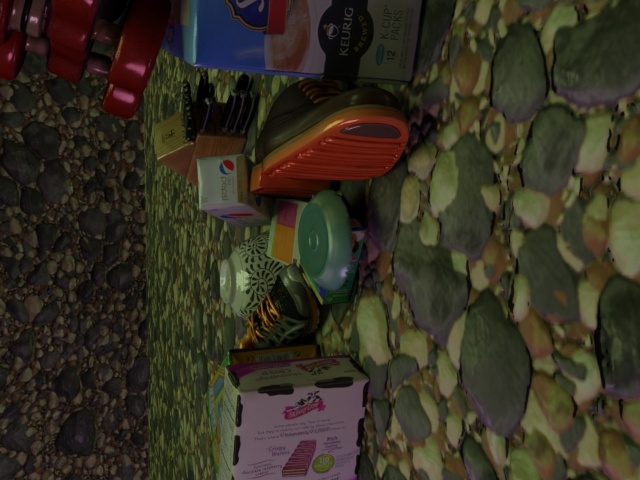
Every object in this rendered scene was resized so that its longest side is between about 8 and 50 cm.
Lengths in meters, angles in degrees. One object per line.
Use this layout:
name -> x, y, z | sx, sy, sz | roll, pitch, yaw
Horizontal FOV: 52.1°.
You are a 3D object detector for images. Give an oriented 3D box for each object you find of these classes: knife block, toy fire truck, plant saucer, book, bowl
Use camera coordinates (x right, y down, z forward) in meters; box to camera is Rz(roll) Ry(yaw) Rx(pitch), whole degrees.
knife block -> -0.186, -0.207, 1.273 | 0.275, 0.242, 0.088 | 38, -144, -57
toy fire truck -> -0.236, -0.284, 0.676 | 0.302, 0.169, 0.254 | 176, 109, -68
plant saucer -> 0.000, 0.000, 0.756 | 0.119, 0.021, 0.119 | 177, 90, -65
book -> -0.036, -0.012, 0.942 | 0.144, 0.035, 0.096 | -159, 72, -66
bowl -> -0.121, 0.067, 1.092 | 0.170, 0.080, 0.170 | 180, 90, -68

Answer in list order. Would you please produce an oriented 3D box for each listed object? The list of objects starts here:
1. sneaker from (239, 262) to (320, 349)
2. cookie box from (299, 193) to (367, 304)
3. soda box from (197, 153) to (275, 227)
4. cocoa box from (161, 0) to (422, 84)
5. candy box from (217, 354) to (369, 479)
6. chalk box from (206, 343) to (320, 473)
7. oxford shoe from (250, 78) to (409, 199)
sneaker -> -0.061, 0.111, 0.909 | 0.084, 0.083, 0.215 | 62, 152, 32
cookie box -> 0.013, 0.010, 0.807 | 0.092, 0.040, 0.107 | -124, 39, -52
soda box -> -0.118, -0.068, 0.972 | 0.216, 0.069, 0.074 | 36, -130, -81
cocoa box -> -0.060, -0.313, 0.730 | 0.347, 0.228, 0.231 | -137, 50, -61
candy box -> -0.038, 0.261, 0.781 | 0.071, 0.159, 0.233 | -143, 56, -62
chalk box -> -0.083, 0.250, 0.933 | 0.213, 0.132, 0.132 | 120, 143, -54
oxford shoe -> -0.010, -0.132, 0.749 | 0.363, 0.130, 0.133 | 172, 101, -69
